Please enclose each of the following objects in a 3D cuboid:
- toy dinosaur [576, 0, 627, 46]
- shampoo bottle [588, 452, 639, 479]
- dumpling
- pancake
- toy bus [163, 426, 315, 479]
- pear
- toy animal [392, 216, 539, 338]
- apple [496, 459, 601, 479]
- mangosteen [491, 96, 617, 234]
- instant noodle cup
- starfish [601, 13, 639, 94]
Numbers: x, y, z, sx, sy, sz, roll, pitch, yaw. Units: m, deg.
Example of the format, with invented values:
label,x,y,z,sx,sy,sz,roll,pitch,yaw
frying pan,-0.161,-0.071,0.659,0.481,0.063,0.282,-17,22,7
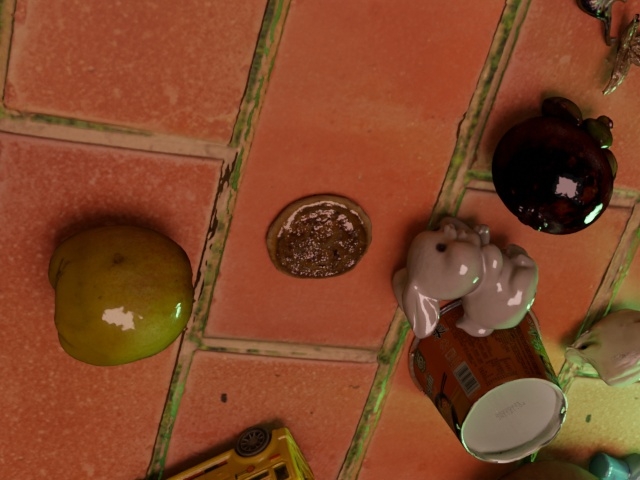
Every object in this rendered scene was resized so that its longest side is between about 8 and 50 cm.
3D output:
label,x,y,z,sx,sy,sz,roll,pitch,yaw
toy dinosaur,0.375,-0.331,1.558,0.058,0.037,0.180,-42,125,8
shampoo bottle,0.602,0.449,2.130,0.258,0.061,0.104,22,113,-27
dumpling,0.505,0.182,1.897,0.199,0.118,0.136,-9,146,24
pancake,0.000,0.000,1.680,0.158,0.028,0.158,-6,126,-9
toy bus,-0.171,0.437,1.849,0.330,0.152,0.144,-25,127,2
pear,-0.269,0.075,1.558,0.200,0.200,0.200,-7,125,-11
toy animal,0.213,0.064,1.715,0.193,0.127,0.178,9,118,-15
apple,0.399,0.516,2.012,0.306,0.235,0.305,-6,121,-11
mangosteen,0.339,-0.107,1.631,0.200,0.200,0.199,-7,125,-11
instant noodle cup,0.273,0.224,1.813,0.230,0.182,0.230,-8,124,-12
starfish,0.440,-0.274,1.611,0.133,0.041,0.130,-27,135,-5
